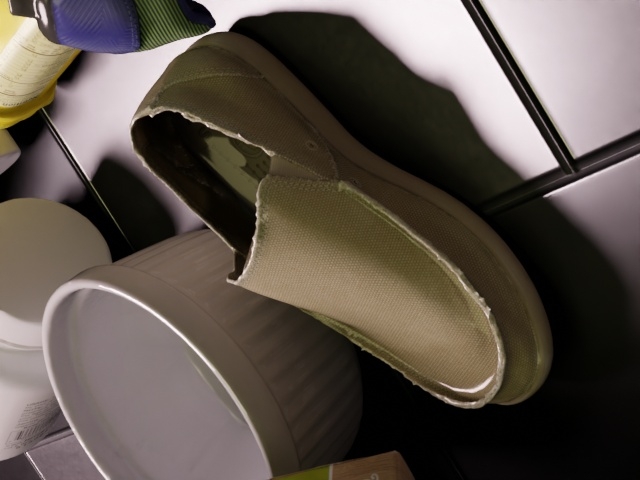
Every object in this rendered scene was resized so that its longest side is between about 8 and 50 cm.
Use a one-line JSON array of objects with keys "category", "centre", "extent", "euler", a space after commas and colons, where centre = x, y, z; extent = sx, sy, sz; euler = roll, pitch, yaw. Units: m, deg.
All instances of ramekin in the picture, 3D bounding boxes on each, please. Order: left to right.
[{"category": "ramekin", "centre": [-0.069, 0.090, 0.685], "extent": [0.207, 0.109, 0.207], "euler": [25, 133, 30]}]

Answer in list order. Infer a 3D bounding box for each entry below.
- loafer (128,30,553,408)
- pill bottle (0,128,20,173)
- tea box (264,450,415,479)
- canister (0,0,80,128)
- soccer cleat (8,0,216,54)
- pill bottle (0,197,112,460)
[{"category": "loafer", "centre": [0.000, 0.000, 0.565], "extent": [0.268, 0.092, 0.102], "euler": [41, 139, 16]}, {"category": "pill bottle", "centre": [-0.293, -0.115, 0.771], "extent": [0.169, 0.094, 0.094], "euler": [56, 141, -1]}, {"category": "tea box", "centre": [-0.043, 0.324, 0.579], "extent": [0.324, 0.220, 0.329], "euler": [-16, 128, 18]}, {"category": "canister", "centre": [-0.190, -0.158, 0.657], "extent": [0.170, 0.073, 0.126], "euler": [-30, 95, 49]}, {"category": "soccer cleat", "centre": [-0.093, -0.233, 0.511], "extent": [0.093, 0.121, 0.289], "euler": [-113, 25, -66]}, {"category": "pill bottle", "centre": [-0.238, 0.070, 0.819], "extent": [0.131, 0.131, 0.229], "euler": [48, 140, 8]}]
